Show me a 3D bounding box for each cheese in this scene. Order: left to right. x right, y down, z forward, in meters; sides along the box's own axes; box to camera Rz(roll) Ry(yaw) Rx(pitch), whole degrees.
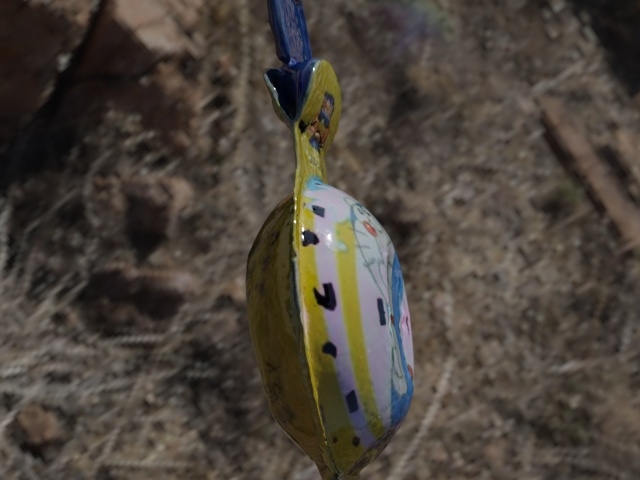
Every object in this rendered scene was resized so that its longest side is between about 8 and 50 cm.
[{"bbox_3d":[0.000,0.000,0.849,0.156,0.064,0.250,38,43,-78],"label":"cheese"}]
